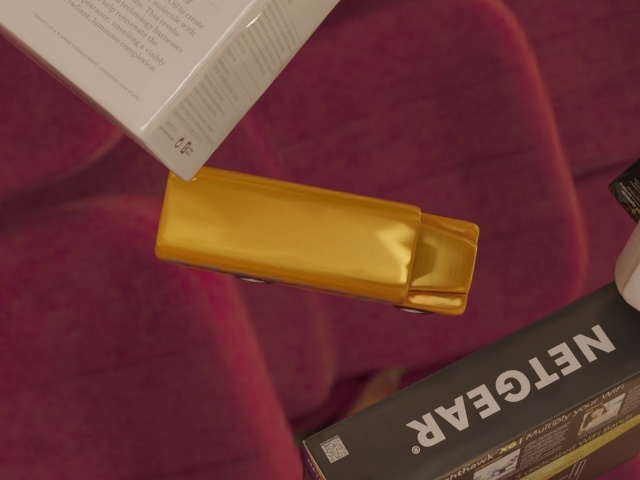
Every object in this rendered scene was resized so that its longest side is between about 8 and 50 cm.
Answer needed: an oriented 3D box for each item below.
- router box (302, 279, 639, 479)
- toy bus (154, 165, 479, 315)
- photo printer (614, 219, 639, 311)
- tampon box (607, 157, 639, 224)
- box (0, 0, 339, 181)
[{"bbox_3d":[0.135,0.170,1.288,0.081,0.309,0.243,58,-16,25],"label":"router box"},{"bbox_3d":[0.000,0.000,1.673,0.130,0.333,0.108,98,3,-84],"label":"toy bus"},{"bbox_3d":[0.379,-0.032,1.095,0.107,0.256,0.307,-53,167,-51],"label":"photo printer"},{"bbox_3d":[0.358,-0.029,1.481,0.120,0.101,0.161,53,13,19],"label":"tampon box"},{"bbox_3d":[-0.095,-0.256,1.283,0.215,0.345,0.168,39,-3,12],"label":"box"}]
